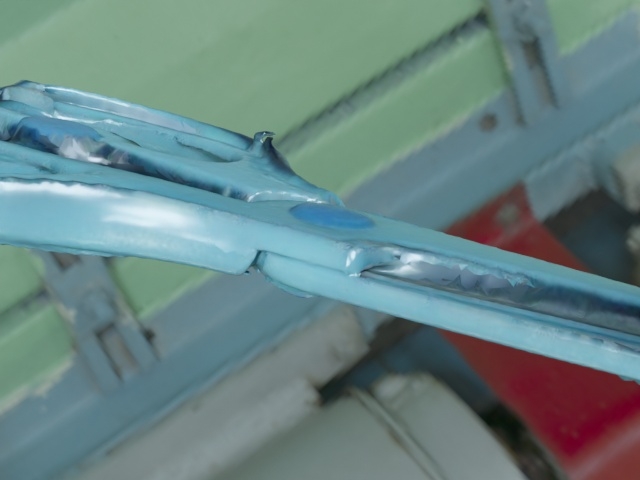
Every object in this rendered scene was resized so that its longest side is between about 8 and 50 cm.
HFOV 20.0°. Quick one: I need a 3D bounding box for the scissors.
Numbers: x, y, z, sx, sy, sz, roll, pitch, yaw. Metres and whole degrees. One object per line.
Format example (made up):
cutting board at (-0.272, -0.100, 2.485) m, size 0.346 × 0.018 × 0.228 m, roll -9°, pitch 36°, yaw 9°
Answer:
scissors at (0.000, 0.001, 0.619) m, size 0.180 × 0.393 × 0.032 m, roll -20°, pitch 122°, yaw -58°
